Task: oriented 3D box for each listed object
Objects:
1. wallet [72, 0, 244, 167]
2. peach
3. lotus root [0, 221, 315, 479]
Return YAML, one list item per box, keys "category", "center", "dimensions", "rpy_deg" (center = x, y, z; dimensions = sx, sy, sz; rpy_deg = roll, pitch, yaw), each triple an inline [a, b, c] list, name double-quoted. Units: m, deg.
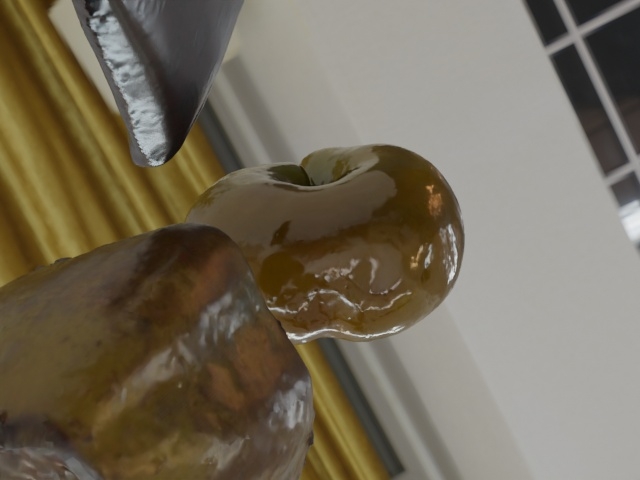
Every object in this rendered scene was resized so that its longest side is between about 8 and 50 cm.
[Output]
- category: "wallet"
  center: [-0.090, -0.163, 0.694]
  dimensions: [0.229, 0.049, 0.182]
  rpy_deg: [84, 25, -71]
- category: "peach"
  center: [0.000, 0.000, 1.009]
  dimensions: [0.251, 0.153, 0.251]
  rpy_deg: [-5, -168, 1]
- category: "lotus root"
  center: [-0.117, 0.109, 0.648]
  dimensions: [0.188, 0.199, 0.180]
  rpy_deg: [-23, -168, 21]
